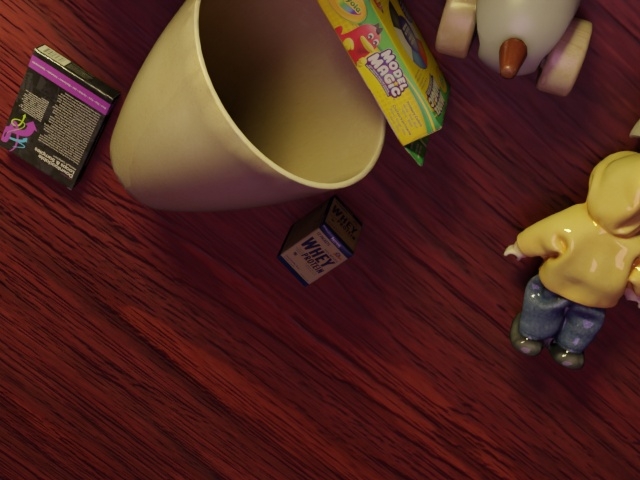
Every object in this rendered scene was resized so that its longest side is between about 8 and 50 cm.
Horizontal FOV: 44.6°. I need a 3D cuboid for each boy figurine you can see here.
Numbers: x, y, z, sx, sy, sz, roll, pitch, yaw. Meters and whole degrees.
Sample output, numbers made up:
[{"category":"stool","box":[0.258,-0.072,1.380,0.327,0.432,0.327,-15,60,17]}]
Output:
[{"category":"boy figurine","box":[0.313,0.020,0.933,0.177,0.092,0.285,16,122,5]}]

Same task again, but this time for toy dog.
[{"category":"toy dog","box":[0.210,-0.283,0.736,0.220,0.161,0.333,-1,120,14]}]

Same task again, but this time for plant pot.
[{"category":"plant pot","box":[-0.112,-0.136,0.879,0.274,0.256,0.256,-22,114,43]}]

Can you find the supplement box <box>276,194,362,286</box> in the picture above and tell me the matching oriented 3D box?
[{"category":"supplement box","box":[0.000,0.000,1.002,0.083,0.083,0.056,-35,108,27]}]

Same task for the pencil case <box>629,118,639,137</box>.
[{"category":"pencil case","box":[0.535,-0.053,0.797,0.410,0.183,0.159,30,94,-5]}]

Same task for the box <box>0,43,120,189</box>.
[{"category":"box","box":[-0.345,-0.159,1.027,0.116,0.029,0.162,33,121,-6]}]

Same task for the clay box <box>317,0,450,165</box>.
[{"category":"clay box","box":[0.078,-0.200,0.838,0.053,0.127,0.222,-25,112,26]}]
